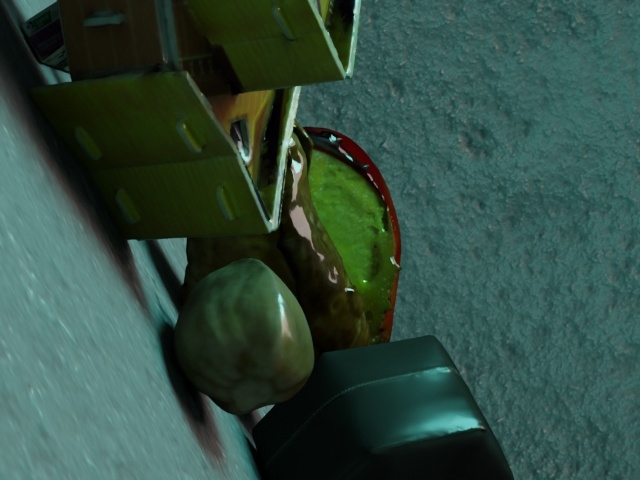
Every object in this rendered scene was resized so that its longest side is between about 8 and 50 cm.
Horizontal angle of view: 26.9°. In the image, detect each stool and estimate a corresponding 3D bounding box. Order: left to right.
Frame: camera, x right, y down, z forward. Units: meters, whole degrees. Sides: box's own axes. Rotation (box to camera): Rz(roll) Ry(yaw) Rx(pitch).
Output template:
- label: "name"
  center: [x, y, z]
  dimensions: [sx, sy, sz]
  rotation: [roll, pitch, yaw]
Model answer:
- label: "stool"
  center: [0.057, 0.206, 1.271]
  dimensions: [0.141, 0.232, 0.232]
  rotation: [62, 0, 40]

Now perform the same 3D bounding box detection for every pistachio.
- label: "pistachio"
  center: [-0.067, 0.076, 1.104]
  dimensions: [0.185, 0.108, 0.126]
  rotation: [-152, -109, -68]

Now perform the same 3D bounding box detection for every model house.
- label: "model house"
  center: [-0.063, -0.170, 1.128]
  dimensions: [0.340, 0.300, 0.324]
  rotation: [-22, 108, -60]

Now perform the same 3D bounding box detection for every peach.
- label: "peach"
  center: [0.000, 0.000, 1.974]
  dimensions: [0.362, 0.257, 0.201]
  rotation: [60, 8, -9]

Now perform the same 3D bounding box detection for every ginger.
- label: "ginger"
  center: [-0.046, 0.037, 1.296]
  dimensions: [0.165, 0.172, 0.321]
  rotation: [12, -52, 37]

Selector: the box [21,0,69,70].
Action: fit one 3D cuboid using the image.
- label: "box"
  center: [-0.234, -0.192, 1.265]
  dimensions: [0.041, 0.050, 0.207]
  rotation: [58, 2, -4]
